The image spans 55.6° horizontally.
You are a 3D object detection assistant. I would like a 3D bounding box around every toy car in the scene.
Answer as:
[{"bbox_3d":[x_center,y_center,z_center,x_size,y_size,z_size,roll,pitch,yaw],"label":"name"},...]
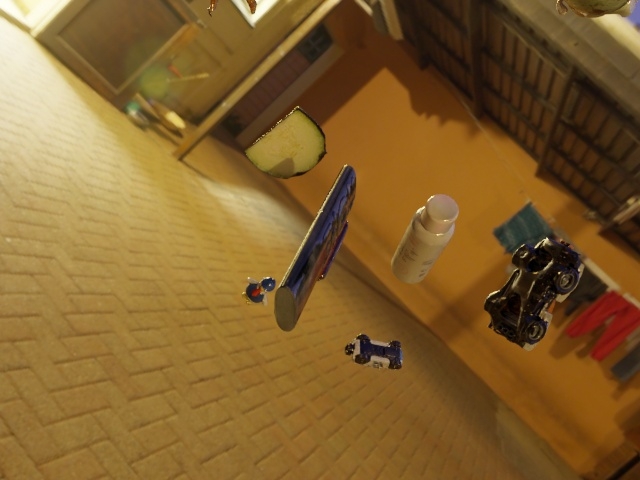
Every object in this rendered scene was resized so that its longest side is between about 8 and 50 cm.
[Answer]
[{"bbox_3d":[0.154,0.328,1.761,0.171,0.070,0.080,12,51,-13],"label":"toy car"},{"bbox_3d":[0.565,0.134,1.590,0.118,0.301,0.193,28,8,-25],"label":"toy car"}]

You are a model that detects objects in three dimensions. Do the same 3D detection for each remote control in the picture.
[{"bbox_3d":[0.000,0.000,1.123,0.044,0.107,0.377,16,41,10],"label":"remote control"}]

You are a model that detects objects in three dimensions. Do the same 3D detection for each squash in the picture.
[{"bbox_3d":[-0.083,-0.251,1.548,0.184,0.192,0.085,39,22,-46],"label":"squash"}]

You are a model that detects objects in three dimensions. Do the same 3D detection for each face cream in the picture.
[{"bbox_3d":[0.194,-0.001,1.132,0.082,0.082,0.269,49,-20,17],"label":"face cream"}]

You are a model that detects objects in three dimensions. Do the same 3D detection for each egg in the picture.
[{"bbox_3d":[0.619,-0.600,1.364,0.169,0.169,0.231,44,16,-27],"label":"egg"}]

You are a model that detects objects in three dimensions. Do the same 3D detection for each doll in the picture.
[{"bbox_3d":[-0.176,0.144,1.779,0.098,0.143,0.058,57,39,-1],"label":"doll"}]

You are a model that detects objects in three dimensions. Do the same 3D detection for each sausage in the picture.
[{"bbox_3d":[0.032,0.025,1.583,0.025,0.198,0.028,42,-32,-28],"label":"sausage"}]

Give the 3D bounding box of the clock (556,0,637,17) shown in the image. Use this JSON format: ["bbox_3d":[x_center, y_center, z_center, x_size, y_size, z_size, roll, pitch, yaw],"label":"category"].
[{"bbox_3d":[0.710,-0.644,1.560,0.191,0.151,0.062,8,-5,36],"label":"clock"}]

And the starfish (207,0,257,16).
[{"bbox_3d":[-0.169,-0.471,0.885,0.301,0.084,0.293,-116,-169,-75],"label":"starfish"}]
